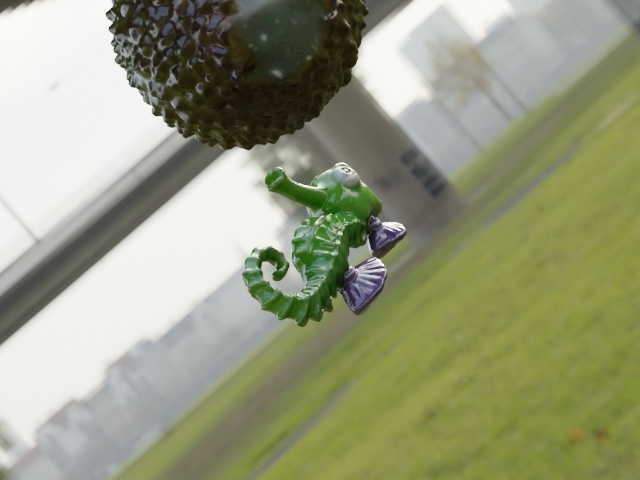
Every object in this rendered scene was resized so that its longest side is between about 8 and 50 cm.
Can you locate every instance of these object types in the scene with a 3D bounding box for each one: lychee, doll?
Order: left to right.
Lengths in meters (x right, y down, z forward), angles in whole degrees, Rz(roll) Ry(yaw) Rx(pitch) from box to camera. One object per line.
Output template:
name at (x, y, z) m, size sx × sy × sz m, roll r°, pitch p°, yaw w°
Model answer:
lychee at (-0.054, -0.129, 1.133) m, size 0.171 × 0.171 × 0.171 m, roll -41°, pitch -1°, yaw -1°
doll at (0.000, 0.000, 1.397) m, size 0.050 × 0.115 × 0.190 m, roll -53°, pitch 8°, yaw 38°
